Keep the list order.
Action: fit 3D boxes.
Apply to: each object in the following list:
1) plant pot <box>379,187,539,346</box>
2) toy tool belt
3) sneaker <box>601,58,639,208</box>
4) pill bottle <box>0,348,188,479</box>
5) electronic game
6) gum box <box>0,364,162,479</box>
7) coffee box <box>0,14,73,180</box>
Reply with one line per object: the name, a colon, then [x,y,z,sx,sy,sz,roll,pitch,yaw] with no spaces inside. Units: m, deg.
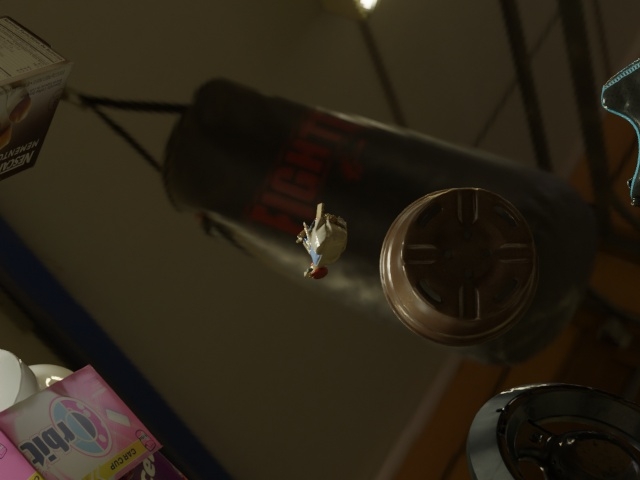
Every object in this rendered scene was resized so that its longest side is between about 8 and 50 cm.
plant pot: [0.141,0.021,1.285,0.165,0.167,0.167,61,-127,-85]
toy tool belt: [0.000,0.000,1.448,0.052,0.051,0.083,-11,-31,-24]
sneaker: [0.404,-0.038,1.373,0.125,0.139,0.341,-10,-98,-72]
pill bottle: [-0.272,0.255,1.387,0.181,0.181,0.323,-56,-44,-21]
electronic game: [0.241,0.207,1.156,0.229,0.229,0.048,-32,-35,-47]
gum box: [-0.230,0.190,1.177,0.062,0.107,0.188,-45,-6,20]
coffee box: [-0.369,-0.120,1.284,0.141,0.098,0.246,-60,-12,28]
